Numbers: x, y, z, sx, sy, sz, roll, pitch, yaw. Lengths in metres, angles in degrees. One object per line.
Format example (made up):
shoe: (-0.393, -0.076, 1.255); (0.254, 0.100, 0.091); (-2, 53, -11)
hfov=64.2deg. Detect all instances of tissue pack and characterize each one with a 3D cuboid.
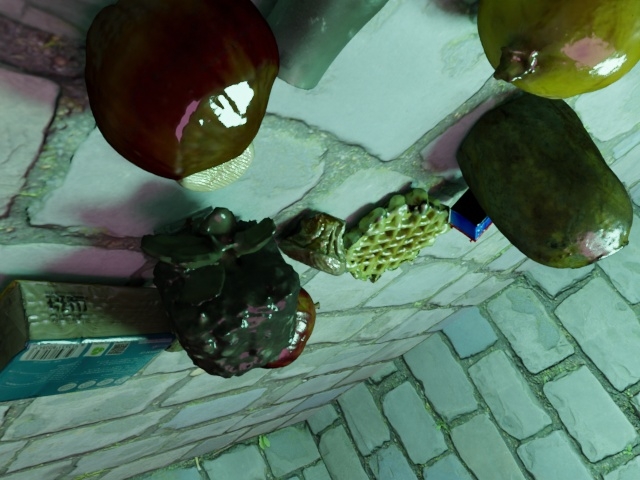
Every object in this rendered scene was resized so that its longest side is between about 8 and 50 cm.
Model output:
tissue pack: (-0.408, 0.161, 0.847); (0.192, 0.133, 0.271); (-38, 154, 22)

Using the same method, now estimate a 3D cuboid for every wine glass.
wine glass: (0.022, -0.266, 0.514); (0.103, 0.103, 0.231); (-3, 149, -45)

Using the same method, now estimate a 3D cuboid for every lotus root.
lotus root: (0.451, -0.105, 1.018); (0.251, 0.345, 0.250); (-28, 164, -9)

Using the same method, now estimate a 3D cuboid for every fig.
fig: (-0.105, 0.192, 1.187); (0.187, 0.203, 0.249); (10, 169, 4)

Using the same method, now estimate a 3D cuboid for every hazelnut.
hazelnut: (-0.132, -0.159, 0.507); (0.201, 0.161, 0.170); (-59, 146, 2)

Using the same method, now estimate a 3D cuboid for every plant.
plant: (-0.156, 0.061, 0.829); (0.215, 0.213, 0.312); (-26, 134, -19)

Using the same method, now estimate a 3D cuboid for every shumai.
shumai: (0.002, 0.001, 1.023); (0.145, 0.146, 0.116); (32, 79, -63)

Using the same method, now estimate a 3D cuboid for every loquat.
loquat: (0.299, -0.274, 0.643); (0.246, 0.213, 0.213); (-45, 162, -21)

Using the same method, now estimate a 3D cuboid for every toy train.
toy train: (0.397, -0.097, 1.203); (0.204, 0.083, 0.131); (-47, 153, -8)

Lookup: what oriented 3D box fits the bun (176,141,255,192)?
bun: (-0.145, -0.117, 0.664); (0.115, 0.069, 0.115); (-22, 156, -11)

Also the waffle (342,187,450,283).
waffle: (0.172, -0.008, 1.222); (0.297, 0.073, 0.317); (-35, 153, 16)

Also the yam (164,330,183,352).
yam: (-0.273, 0.169, 1.082); (0.179, 0.078, 0.078); (-43, 152, 28)

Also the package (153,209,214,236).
package: (-0.217, -0.025, 0.832); (0.111, 0.015, 0.037); (-23, 155, -18)
